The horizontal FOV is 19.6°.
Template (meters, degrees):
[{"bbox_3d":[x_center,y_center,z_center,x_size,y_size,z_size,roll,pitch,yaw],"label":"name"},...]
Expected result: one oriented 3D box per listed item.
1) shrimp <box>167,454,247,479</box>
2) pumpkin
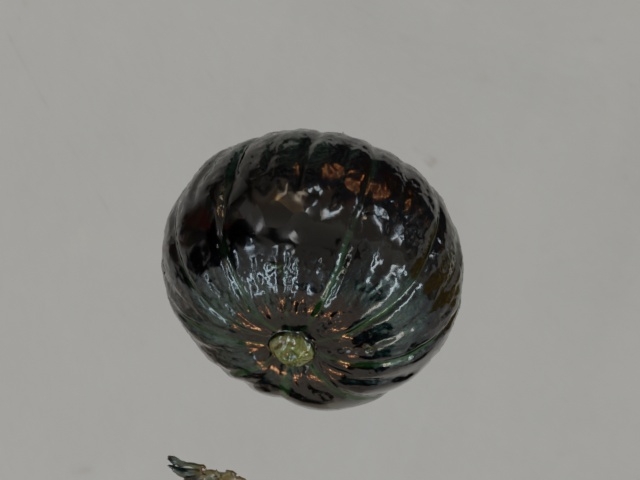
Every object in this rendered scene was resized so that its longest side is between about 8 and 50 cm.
[{"bbox_3d":[-0.095,0.308,1.632,0.185,0.068,0.287,12,131,-21],"label":"shrimp"},{"bbox_3d":[0.000,0.000,1.518,0.248,0.248,0.248,-3,106,-12],"label":"pumpkin"}]
